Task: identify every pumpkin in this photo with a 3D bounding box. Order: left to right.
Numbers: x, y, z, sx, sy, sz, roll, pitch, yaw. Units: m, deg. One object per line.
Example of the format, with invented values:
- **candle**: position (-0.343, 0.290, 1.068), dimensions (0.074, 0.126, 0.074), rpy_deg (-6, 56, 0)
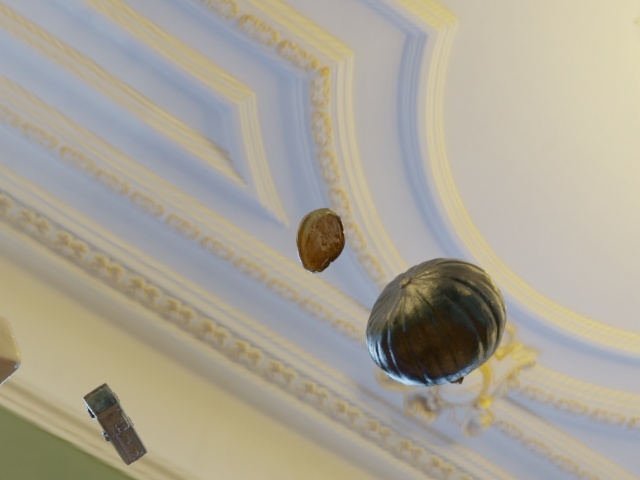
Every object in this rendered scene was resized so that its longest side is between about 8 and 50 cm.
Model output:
- **pumpkin**: position (0.196, 0.148, 1.572), dimensions (0.249, 0.250, 0.216), rpy_deg (-15, -79, 21)

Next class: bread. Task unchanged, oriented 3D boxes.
- **bread**: position (0.000, 0.000, 1.493), dimensions (0.024, 0.110, 0.110), rpy_deg (8, -48, 39)

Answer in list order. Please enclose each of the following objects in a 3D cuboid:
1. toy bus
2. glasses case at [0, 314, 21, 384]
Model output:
- **toy bus**: position (-0.404, 0.366, 1.840), dimensions (0.064, 0.075, 0.191), rpy_deg (-32, -42, -16)
- **glasses case**: position (-0.533, 0.206, 1.150), dimensions (0.336, 0.076, 0.144), rpy_deg (-39, -32, 15)
